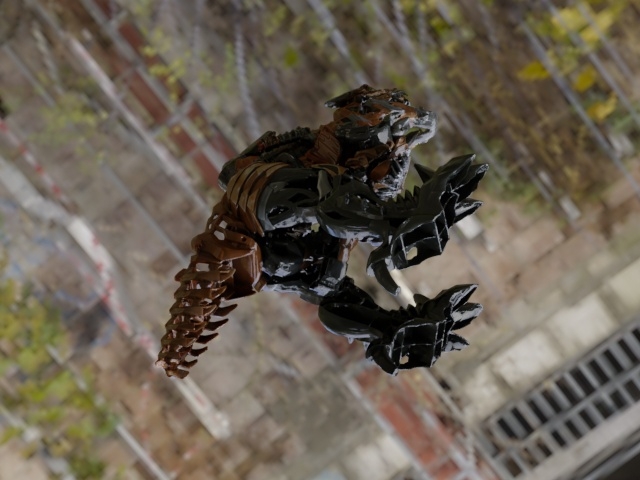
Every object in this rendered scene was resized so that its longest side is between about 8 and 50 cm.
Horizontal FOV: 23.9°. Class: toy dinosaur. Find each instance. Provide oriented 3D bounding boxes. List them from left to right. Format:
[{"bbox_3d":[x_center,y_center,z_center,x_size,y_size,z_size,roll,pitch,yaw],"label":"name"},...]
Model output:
[{"bbox_3d":[0.000,0.000,1.103,0.218,0.164,0.322,22,-114,27],"label":"toy dinosaur"}]
